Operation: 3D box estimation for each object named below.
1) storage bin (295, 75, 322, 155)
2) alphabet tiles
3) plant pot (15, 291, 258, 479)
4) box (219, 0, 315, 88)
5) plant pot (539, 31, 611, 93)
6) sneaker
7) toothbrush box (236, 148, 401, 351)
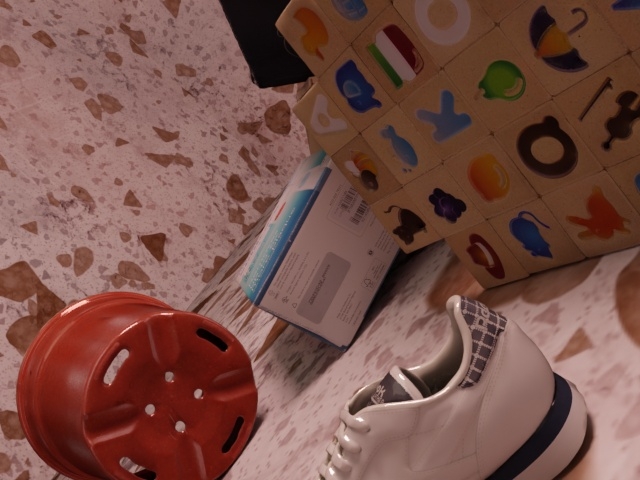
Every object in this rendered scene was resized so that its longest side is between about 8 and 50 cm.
[{"bbox_3d":[0.107,-0.207,1.061,0.260,0.123,0.262,-11,8,-5],"label":"storage bin"},{"bbox_3d":[0.104,-0.098,0.461,0.011,0.285,0.342,-43,6,-30],"label":"alphabet tiles"},{"bbox_3d":[-0.223,0.194,0.839,0.272,0.272,0.265,-51,19,-25],"label":"plant pot"},{"bbox_3d":[0.106,-0.407,0.789,0.479,0.297,0.472,-9,-2,0],"label":"box"},{"bbox_3d":[0.195,-0.122,0.501,0.205,0.205,0.188,-57,-2,-47],"label":"plant pot"},{"bbox_3d":[0.034,0.137,0.375,0.235,0.095,0.090,-48,11,3],"label":"sneaker"},{"bbox_3d":[0.000,0.000,0.874,0.216,0.126,0.295,-61,10,-3],"label":"toothbrush box"}]
